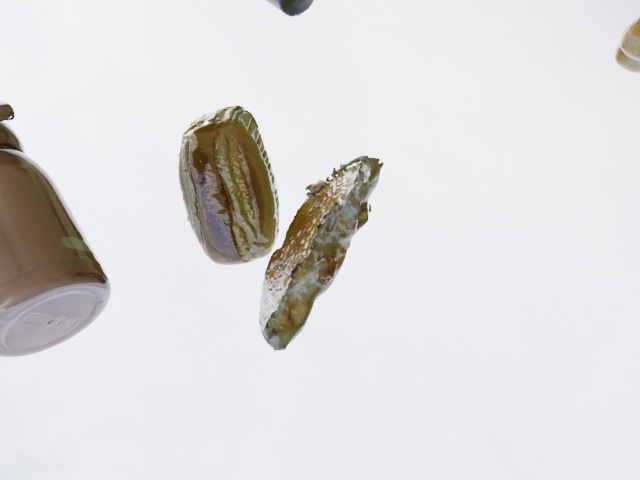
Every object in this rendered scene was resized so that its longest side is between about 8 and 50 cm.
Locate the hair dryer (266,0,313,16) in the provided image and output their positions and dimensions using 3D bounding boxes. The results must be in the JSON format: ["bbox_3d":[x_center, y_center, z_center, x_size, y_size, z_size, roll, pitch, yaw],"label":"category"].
[{"bbox_3d":[-0.154,-0.492,1.473,0.312,0.123,0.340,46,172,45],"label":"hair dryer"}]

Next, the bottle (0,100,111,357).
[{"bbox_3d":[-0.389,-0.027,1.292,0.173,0.206,0.296,-13,-119,-38],"label":"bottle"}]

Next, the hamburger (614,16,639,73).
[{"bbox_3d":[0.502,-0.259,1.207,0.186,0.303,0.261,53,-168,9],"label":"hamburger"}]

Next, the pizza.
[{"bbox_3d":[-0.001,0.000,1.430,0.071,0.297,0.189,22,-161,-15],"label":"pizza"}]

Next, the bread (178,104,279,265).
[{"bbox_3d":[-0.139,-0.078,1.580,0.106,0.140,0.236,-80,-21,-66],"label":"bread"}]
